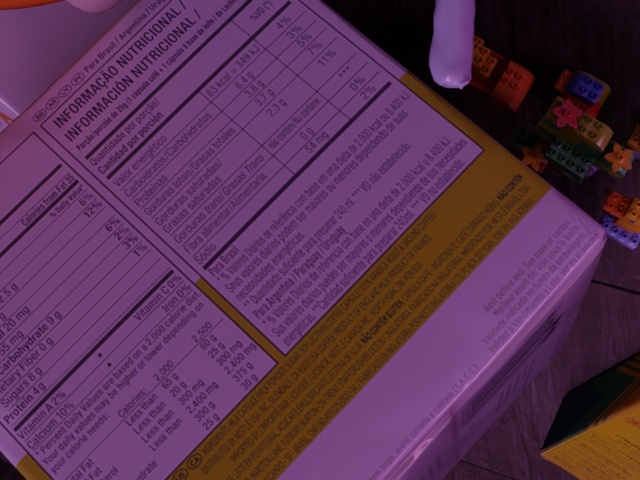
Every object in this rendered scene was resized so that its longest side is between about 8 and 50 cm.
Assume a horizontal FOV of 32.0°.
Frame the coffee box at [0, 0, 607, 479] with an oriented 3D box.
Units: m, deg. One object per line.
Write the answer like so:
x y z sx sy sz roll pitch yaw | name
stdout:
-0.045 0.056 0.813 0.334 0.338 0.337 41 171 17 | coffee box

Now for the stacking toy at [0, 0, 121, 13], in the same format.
-0.369 -0.224 0.628 0.480 0.350 0.350 -21 135 5 | stacking toy

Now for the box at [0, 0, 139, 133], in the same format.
-0.286 -0.223 0.901 0.345 0.168 0.215 42 168 -18 | box

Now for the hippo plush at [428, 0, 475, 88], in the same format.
0.112 -0.262 0.446 0.234 0.294 0.236 50 131 -7 | hippo plush

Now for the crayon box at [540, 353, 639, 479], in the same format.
0.372 0.186 1.049 0.202 0.081 0.318 33 152 -2 | crayon box

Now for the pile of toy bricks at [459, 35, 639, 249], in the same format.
0.172 -0.073 0.786 0.212 0.118 0.105 29 171 3 | pile of toy bricks
